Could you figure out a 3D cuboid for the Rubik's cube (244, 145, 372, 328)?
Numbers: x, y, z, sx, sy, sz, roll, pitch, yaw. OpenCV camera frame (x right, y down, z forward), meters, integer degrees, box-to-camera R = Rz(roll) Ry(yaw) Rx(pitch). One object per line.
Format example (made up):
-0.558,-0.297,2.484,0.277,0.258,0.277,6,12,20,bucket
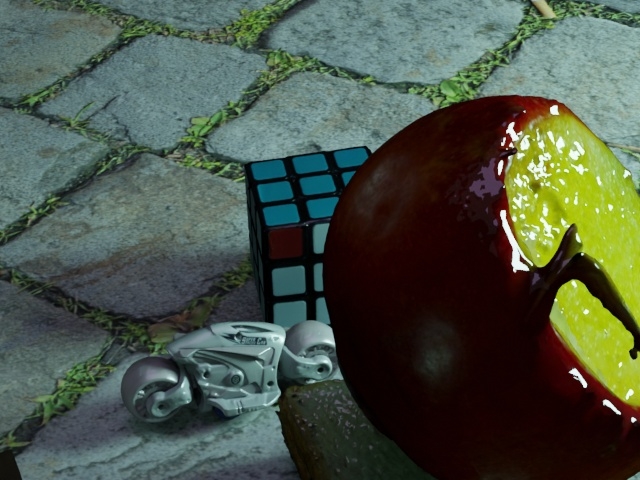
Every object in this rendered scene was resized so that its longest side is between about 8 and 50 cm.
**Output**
0.000,0.000,2.036,0.162,0.163,0.161,-7,34,-8,Rubik's cube

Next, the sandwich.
0.115,0.224,1.747,0.273,0.095,0.249,-14,38,-13,sandwich

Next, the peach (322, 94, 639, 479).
0.167,0.070,1.598,0.310,0.406,0.335,-23,43,25,peach

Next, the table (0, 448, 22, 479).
-0.332,0.278,1.743,0.070,0.082,0.083,-16,36,-15,table

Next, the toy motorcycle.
-0.098,0.135,1.897,0.254,0.112,0.112,-13,35,-12,toy motorcycle
